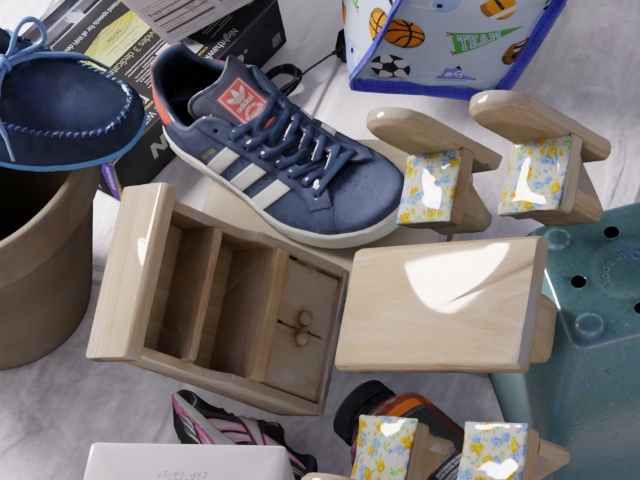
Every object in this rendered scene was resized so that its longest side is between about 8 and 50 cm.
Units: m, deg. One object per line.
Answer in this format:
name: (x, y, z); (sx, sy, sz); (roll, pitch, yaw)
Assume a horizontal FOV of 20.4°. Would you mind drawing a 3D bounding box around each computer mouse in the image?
computer mouse: (0.016, -0.211, 2.135); (0.242, 0.041, 0.071); (-29, 45, -4)

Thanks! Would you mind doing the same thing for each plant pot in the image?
plant pot: (-0.367, -0.011, 1.888); (0.323, 0.280, 0.323); (-5, 51, 6)
plant pot: (0.293, 0.098, 1.709); (0.247, 0.252, 0.247); (-15, 51, -1)

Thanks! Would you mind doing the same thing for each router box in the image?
router box: (-0.231, -0.214, 2.146); (0.243, 0.081, 0.309); (29, 62, 28)

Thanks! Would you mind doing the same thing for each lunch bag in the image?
lunch bag: (0.170, -0.388, 1.976); (0.239, 0.385, 0.327); (2, 60, -16)

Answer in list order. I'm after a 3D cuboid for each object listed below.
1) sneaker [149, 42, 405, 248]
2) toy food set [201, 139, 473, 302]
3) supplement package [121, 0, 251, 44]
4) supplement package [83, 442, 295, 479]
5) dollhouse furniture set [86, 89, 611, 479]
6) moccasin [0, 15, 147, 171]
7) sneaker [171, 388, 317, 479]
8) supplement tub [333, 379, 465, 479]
sneaker: (-0.057, -0.111, 1.899); (0.350, 0.148, 0.131); (25, 64, 34)
toy food set: (0.000, 0.000, 1.950); (0.306, 0.092, 0.219); (1, 53, 21)
supplement package: (-0.114, -0.390, 2.052); (0.262, 0.145, 0.204); (-24, 46, 27)
supplement package: (-0.102, 0.328, 1.572); (0.178, 0.293, 0.175); (-1, 53, 10)
dollhouse furniture set: (0.019, 0.054, 1.612); (0.394, 0.256, 0.362); (-5, 69, 46)
moccasin: (-0.341, -0.153, 1.741); (0.342, 0.116, 0.137); (9, 55, 16)
sneaker: (-0.076, 0.209, 1.814); (0.178, 0.072, 0.077); (39, 55, 23)
supplement tub: (0.102, 0.220, 1.741); (0.106, 0.106, 0.198); (-38, 56, -19)
